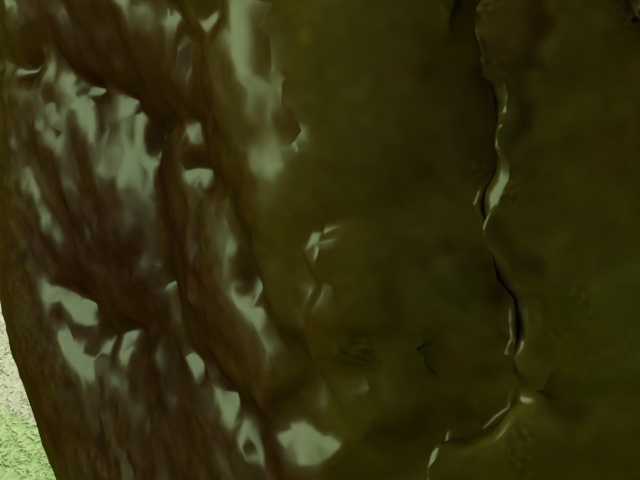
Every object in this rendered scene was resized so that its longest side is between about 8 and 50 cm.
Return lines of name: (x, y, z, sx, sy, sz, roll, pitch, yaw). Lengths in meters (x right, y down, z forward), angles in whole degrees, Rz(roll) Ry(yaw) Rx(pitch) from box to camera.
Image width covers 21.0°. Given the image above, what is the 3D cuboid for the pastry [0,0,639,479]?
pastry: (0.000, 0.000, 0.526, 0.356, 0.164, 0.356, 41, 142, 43)
